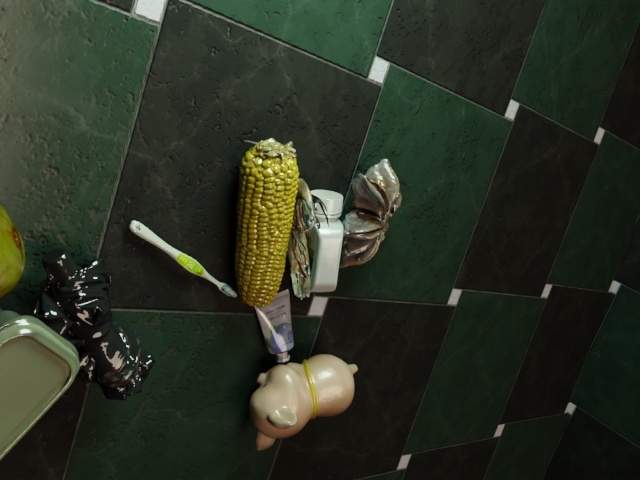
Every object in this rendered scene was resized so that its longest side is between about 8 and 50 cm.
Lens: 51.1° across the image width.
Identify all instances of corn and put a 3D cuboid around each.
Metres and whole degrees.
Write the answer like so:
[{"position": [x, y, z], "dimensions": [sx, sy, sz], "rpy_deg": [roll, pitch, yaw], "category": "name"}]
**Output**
[{"position": [-0.102, -0.025, 1.182], "dimensions": [0.106, 0.106, 0.305], "rpy_deg": [-11, 119, -40], "category": "corn"}]

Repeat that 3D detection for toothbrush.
[{"position": [-0.231, 0.036, 1.147], "dimensions": [0.022, 0.026, 0.263], "rpy_deg": [-56, 133, -8], "category": "toothbrush"}]

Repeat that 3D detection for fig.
[{"position": [-0.472, 0.027, 0.848], "dimensions": [0.186, 0.148, 0.142], "rpy_deg": [-18, 148, 8], "category": "fig"}]

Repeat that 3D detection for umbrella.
[{"position": [-0.348, 0.131, 1.018], "dimensions": [0.122, 0.110, 0.273], "rpy_deg": [-29, 128, -20], "category": "umbrella"}]

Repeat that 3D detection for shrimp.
[{"position": [-0.027, -0.004, 1.200], "dimensions": [0.046, 0.152, 0.220], "rpy_deg": [-2, 85, -23], "category": "shrimp"}]

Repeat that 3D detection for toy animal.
[{"position": [-0.032, 0.310, 1.367], "dimensions": [0.248, 0.149, 0.165], "rpy_deg": [-25, 150, -32], "category": "toy animal"}]

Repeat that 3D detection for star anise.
[{"position": [0.092, -0.047, 1.339], "dimensions": [0.229, 0.093, 0.236], "rpy_deg": [-31, 144, -64], "category": "star anise"}]

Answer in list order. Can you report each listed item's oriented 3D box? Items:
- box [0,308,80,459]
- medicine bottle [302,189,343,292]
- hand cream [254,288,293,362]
[{"position": [-0.473, 0.196, 0.879], "dimensions": [0.274, 0.178, 0.138], "rpy_deg": [-49, 135, -15], "category": "box"}, {"position": [0.000, 0.000, 1.274], "dimensions": [0.069, 0.119, 0.183], "rpy_deg": [2, 110, -19], "category": "medicine bottle"}, {"position": [-0.086, 0.176, 1.337], "dimensions": [0.084, 0.053, 0.142], "rpy_deg": [-20, 112, -35], "category": "hand cream"}]
